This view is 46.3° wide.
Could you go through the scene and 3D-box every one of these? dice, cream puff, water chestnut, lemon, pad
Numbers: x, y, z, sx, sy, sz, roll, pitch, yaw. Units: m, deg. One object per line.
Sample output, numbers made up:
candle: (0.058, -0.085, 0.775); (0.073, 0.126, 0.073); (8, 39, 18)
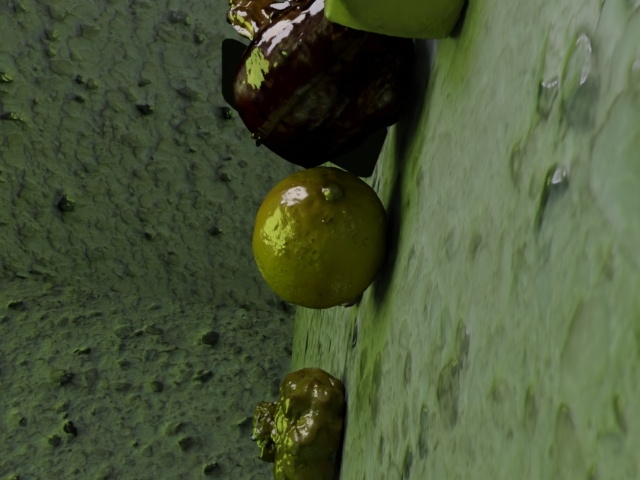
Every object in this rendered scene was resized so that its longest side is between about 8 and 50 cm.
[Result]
dice: (0.096, -0.352, 0.946); (0.169, 0.169, 0.166); (-91, 10, -67)
cream puff: (-0.052, 0.395, 1.552); (0.282, 0.185, 0.282); (-168, 90, -86)
water chestnut: (-0.015, -0.298, 1.206); (0.335, 0.347, 0.335); (-41, 3, 3)
lemon: (0.000, -0.002, 1.251); (0.263, 0.235, 0.236); (70, -162, -45)
pad: (-0.034, -0.270, 1.567); (0.063, 0.375, 0.315); (-58, -5, -25)

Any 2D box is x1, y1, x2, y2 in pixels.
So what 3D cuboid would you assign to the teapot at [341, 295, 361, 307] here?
teapot: (0.046, 0.063, 1.541); (0.116, 0.148, 0.146); (-29, -56, -48)
